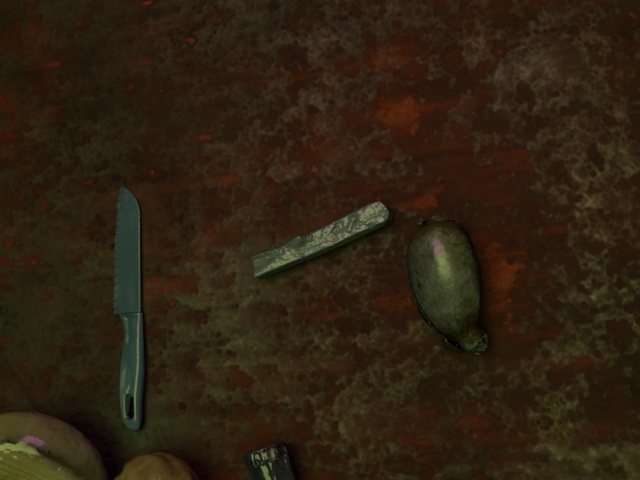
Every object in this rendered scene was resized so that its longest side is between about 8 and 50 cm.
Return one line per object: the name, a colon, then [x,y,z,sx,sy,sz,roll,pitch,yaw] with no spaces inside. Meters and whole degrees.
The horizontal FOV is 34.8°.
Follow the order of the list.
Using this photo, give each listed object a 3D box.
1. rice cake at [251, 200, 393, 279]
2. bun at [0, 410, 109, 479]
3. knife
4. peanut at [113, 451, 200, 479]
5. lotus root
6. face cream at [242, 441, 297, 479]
rice cake: [0.000,0.000,1.208,0.180,0.042,0.030,-24,75,12]
bun: [-0.363,0.295,1.251,0.222,0.127,0.222,0,109,1]
knife: [-0.242,0.083,1.290,0.044,0.019,0.313,-5,80,19]
peanut: [-0.194,0.401,1.181,0.147,0.147,0.306,-6,87,16]
lotus root: [0.142,0.051,1.142,0.088,0.088,0.165,-13,90,15]
face cream: [-0.023,0.377,1.157,0.144,0.071,0.291,-22,79,12]
